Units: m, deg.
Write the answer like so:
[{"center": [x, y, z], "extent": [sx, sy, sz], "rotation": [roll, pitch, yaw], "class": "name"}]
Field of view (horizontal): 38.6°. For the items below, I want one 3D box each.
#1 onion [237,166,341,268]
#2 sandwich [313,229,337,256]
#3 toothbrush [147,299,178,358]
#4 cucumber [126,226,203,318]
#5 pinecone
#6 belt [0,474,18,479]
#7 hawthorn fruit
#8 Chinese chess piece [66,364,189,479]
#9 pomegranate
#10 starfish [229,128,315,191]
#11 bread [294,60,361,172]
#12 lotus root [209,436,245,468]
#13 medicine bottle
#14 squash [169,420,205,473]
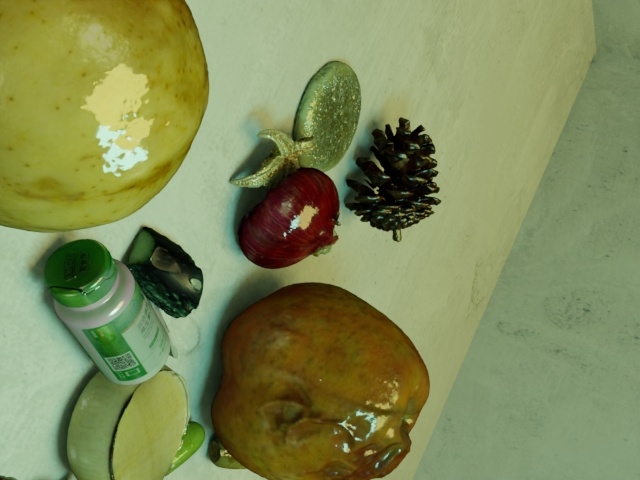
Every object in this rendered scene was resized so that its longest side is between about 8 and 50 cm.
[{"center": [-0.058, -0.037, 1.884], "extent": [0.248, 0.161, 0.248], "rotation": [-22, 149, -14], "class": "onion"}, {"center": [0.000, 0.000, 2.202], "extent": [0.105, 0.036, 0.093], "rotation": [-52, 150, -32], "class": "sandwich"}, {"center": [-0.301, 0.164, 1.741], "extent": [0.014, 0.017, 0.194], "rotation": [-56, 151, -35], "class": "toothbrush"}, {"center": [-0.271, 0.058, 1.651], "extent": [0.193, 0.086, 0.115], "rotation": [49, 58, -51], "class": "cucumber"}, {"center": [0.184, -0.153, 2.267], "extent": [0.244, 0.244, 0.309], "rotation": [24, 71, -65], "class": "pinecone"}, {"center": [-0.528, 0.426, 1.297], "extent": [0.257, 0.150, 0.207], "rotation": [29, 73, -53], "class": "belt"}, {"center": [0.002, 0.324, 1.967], "extent": [0.472, 0.472, 0.471], "rotation": [-43, 143, -44], "class": "hawthorn fruit"}, {"center": [-0.343, 0.338, 1.652], "extent": [0.257, 0.104, 0.257], "rotation": [-41, 137, -53], "class": "Chinese chess piece"}, {"center": [-0.334, -0.174, 1.051], "extent": [0.410, 0.410, 0.410], "rotation": [-43, 143, -44], "class": "pomegranate"}, {"center": [-0.087, -0.159, 1.860], "extent": [0.216, 0.071, 0.238], "rotation": [-51, 159, -21], "class": "starfish"}, {"center": [0.023, -0.272, 2.053], "extent": [0.267, 0.041, 0.266], "rotation": [-42, 142, -45], "class": "bread"}, {"center": [-0.170, 0.484, 2.144], "extent": [0.258, 0.097, 0.110], "rotation": [3, 108, -60], "class": "lotus root"}, {"center": [-0.347, 0.117, 1.487], "extent": [0.133, 0.133, 0.274], "rotation": [-57, 151, -26], "class": "medicine bottle"}, {"center": [-0.309, 0.437, 1.868], "extent": [0.201, 0.066, 0.066], "rotation": [-36, 138, -45], "class": "squash"}]
